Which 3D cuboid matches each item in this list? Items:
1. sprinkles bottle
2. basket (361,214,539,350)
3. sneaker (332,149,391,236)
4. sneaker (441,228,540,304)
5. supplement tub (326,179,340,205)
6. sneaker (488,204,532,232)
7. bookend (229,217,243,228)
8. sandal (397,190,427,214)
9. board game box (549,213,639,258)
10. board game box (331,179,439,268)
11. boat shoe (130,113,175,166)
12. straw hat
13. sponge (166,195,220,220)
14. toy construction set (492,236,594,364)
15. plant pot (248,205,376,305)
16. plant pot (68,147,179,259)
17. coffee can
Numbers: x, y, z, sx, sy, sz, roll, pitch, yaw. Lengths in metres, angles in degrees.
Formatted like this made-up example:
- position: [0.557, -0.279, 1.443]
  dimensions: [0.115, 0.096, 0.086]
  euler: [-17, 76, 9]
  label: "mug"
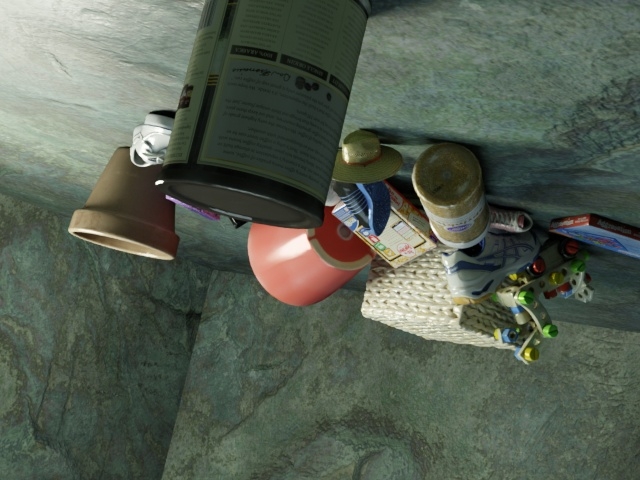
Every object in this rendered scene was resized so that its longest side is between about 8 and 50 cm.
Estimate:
- position: [0.249, -0.077, 1.841]
  dimensions: [0.121, 0.121, 0.355]
  euler: [11, 171, 14]
  label: "sprinkles bottle"
- position: [0.329, 0.102, 2.404]
  dimensions: [0.331, 0.266, 0.328]
  euler: [2, 166, 43]
  label: "basket"
- position: [0.075, -0.099, 1.967]
  dimensions: [0.090, 0.081, 0.232]
  euler: [19, 150, 28]
  label: "sneaker"
- position: [0.370, 0.018, 2.117]
  dimensions: [0.112, 0.131, 0.296]
  euler: [-10, -162, 44]
  label: "sneaker"
- position: [-0.008, -0.120, 2.103]
  dimensions: [0.071, 0.071, 0.107]
  euler: [4, 168, 46]
  label: "supplement tub"
- position: [0.385, -0.047, 2.071]
  dimensions: [0.134, 0.050, 0.070]
  euler: [12, 172, -26]
  label: "sneaker"
- position: [-0.161, -0.133, 2.167]
  dimensions: [0.157, 0.156, 0.072]
  euler: [57, 171, 3]
  label: "bookend"
- position: [0.188, -0.058, 2.157]
  dimensions: [0.303, 0.086, 0.120]
  euler: [12, 171, 4]
  label: "sandal"
- position: [0.638, -0.001, 2.068]
  dimensions: [0.281, 0.027, 0.145]
  euler: [16, 169, -18]
  label: "board game box"
- position: [0.141, -0.037, 2.098]
  dimensions: [0.193, 0.045, 0.147]
  euler: [42, 141, -14]
  label: "board game box"
- position: [-0.334, -0.198, 2.029]
  dimensions: [0.095, 0.084, 0.258]
  euler: [16, 171, -17]
  label: "boat shoe"
- position: [0.072, -0.160, 1.741]
  dimensions: [0.145, 0.144, 0.061]
  euler: [9, 128, 23]
  label: "straw hat"
- position: [-0.283, -0.127, 2.303]
  dimensions: [0.031, 0.117, 0.210]
  euler: [10, 172, 24]
  label: "sponge"
- position: [0.521, 0.117, 2.240]
  dimensions: [0.328, 0.215, 0.151]
  euler: [-29, -169, -38]
  label: "toy construction set"
- position: [0.000, 0.000, 2.303]
  dimensions: [0.275, 0.274, 0.243]
  euler: [17, 160, -24]
  label: "plant pot"
- position: [-0.451, -0.095, 2.374]
  dimensions: [0.263, 0.229, 0.263]
  euler: [12, 172, 2]
  label: "plant pot"
- position: [-0.065, -0.171, 1.180]
  dimensions: [0.202, 0.275, 0.201]
  euler: [13, 172, 2]
  label: "coffee can"
